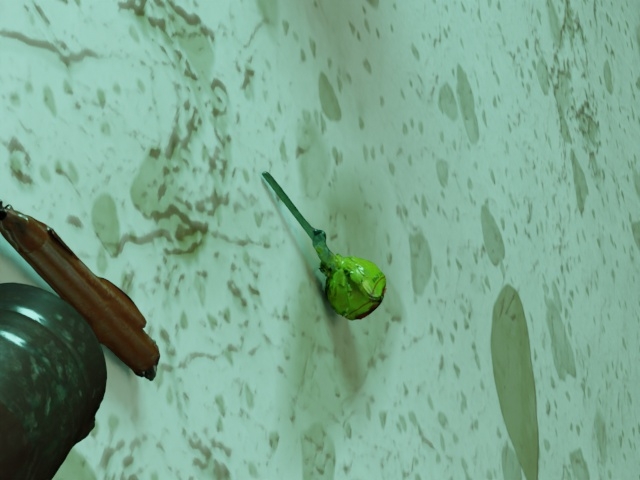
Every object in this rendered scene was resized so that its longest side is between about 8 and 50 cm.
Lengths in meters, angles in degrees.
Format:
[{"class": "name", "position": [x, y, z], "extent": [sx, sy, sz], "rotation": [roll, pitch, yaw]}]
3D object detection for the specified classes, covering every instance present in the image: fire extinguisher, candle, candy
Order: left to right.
[{"class": "fire extinguisher", "position": [-0.153, 0.112, 0.624], "extent": [0.268, 0.072, 0.089], "rotation": [-59, 169, -60]}, {"class": "candle", "position": [-0.115, 0.012, 0.820], "extent": [0.167, 0.021, 0.026], "rotation": [52, 54, -49]}, {"class": "candy", "position": [0.000, 0.000, 1.102], "extent": [0.123, 0.035, 0.035], "rotation": [53, 29, -32]}]
